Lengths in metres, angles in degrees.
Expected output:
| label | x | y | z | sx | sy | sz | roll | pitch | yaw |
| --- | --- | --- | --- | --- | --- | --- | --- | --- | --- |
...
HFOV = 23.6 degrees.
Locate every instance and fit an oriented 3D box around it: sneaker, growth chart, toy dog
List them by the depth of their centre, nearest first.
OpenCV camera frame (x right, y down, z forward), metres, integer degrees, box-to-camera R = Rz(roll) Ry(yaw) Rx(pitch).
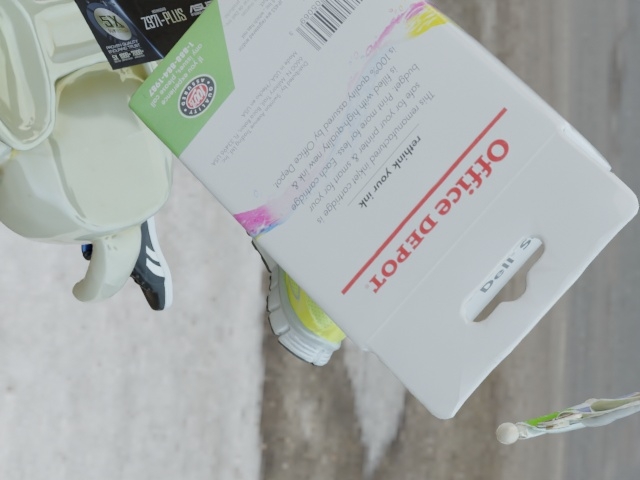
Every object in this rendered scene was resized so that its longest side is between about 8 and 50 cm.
| label | x | y | z | sx | sy | sz | roll | pitch | yaw |
| --- | --- | --- | --- | --- | --- | --- | --- | --- | --- |
| growth chart | 0.258 | 0.097 | 1.061 | 0.172 | 0.237 | 0.021 | -2 | 72 | -60 |
| sneaker | 0.000 | 0.000 | 1.256 | 0.081 | 0.094 | 0.208 | 22 | 37 | -38 |
| toy dog | -0.322 | -0.151 | 1.622 | 0.284 | 0.408 | 0.395 | -34 | 118 | -33 |
| sneaker | -0.314 | 0.029 | 2.413 | 0.121 | 0.079 | 0.217 | -25 | 117 | -28 |

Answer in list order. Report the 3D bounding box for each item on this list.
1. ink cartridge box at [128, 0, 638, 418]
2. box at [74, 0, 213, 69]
| label | x | y | z | sx | sy | sz | roll | pitch | yaw |
| --- | --- | --- | --- | --- | --- | --- | --- | --- | --- |
| ink cartridge box | 0.054 | -0.053 | 1.088 | 0.207 | 0.353 | 0.119 | -48 | 152 | 9 |
| box | -0.099 | -0.235 | 1.315 | 0.180 | 0.147 | 0.077 | -55 | 128 | -43 |
